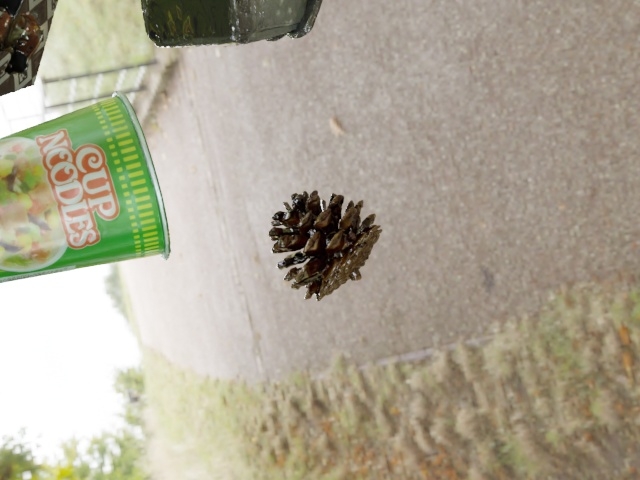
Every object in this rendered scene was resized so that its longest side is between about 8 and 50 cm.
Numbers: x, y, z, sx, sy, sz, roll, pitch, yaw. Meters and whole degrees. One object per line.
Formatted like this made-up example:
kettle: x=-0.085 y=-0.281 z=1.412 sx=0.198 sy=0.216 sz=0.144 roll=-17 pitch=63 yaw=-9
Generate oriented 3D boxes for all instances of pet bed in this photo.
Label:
pet bed: x=-0.105 y=-0.326 z=1.118 sx=0.211 sy=0.159 sz=0.183 roll=9 pitch=112 yaw=49

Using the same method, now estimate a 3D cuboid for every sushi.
sushi: x=-0.601 y=-0.403 z=1.741 sx=0.294 sy=0.059 sz=0.292 roll=-66 pitch=-6 yaw=23

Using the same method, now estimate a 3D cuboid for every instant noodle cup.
instant noodle cup: x=-0.308 y=-0.040 z=1.042 sx=0.207 sy=0.233 sz=0.207 roll=162 pitch=90 yaw=-73

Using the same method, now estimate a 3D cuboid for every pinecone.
pinecone: x=0.000 y=0.000 z=1.629 sx=0.208 sy=0.208 sz=0.207 roll=169 pitch=90 yaw=-85
